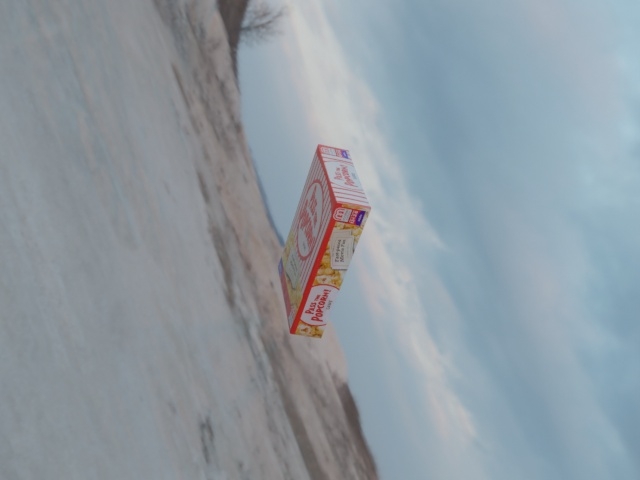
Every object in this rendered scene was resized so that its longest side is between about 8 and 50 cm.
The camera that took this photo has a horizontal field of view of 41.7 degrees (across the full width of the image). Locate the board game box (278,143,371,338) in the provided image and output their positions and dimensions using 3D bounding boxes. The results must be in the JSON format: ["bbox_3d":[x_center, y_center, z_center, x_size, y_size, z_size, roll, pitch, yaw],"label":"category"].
[{"bbox_3d":[0.000,0.000,1.045,0.147,0.045,0.194,-106,-149,-56],"label":"board game box"}]
